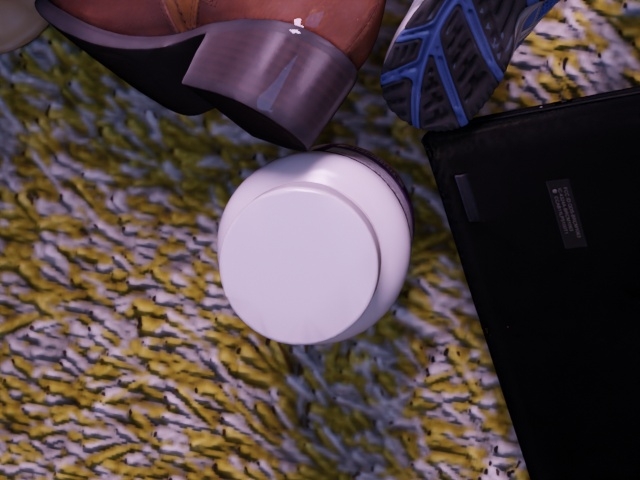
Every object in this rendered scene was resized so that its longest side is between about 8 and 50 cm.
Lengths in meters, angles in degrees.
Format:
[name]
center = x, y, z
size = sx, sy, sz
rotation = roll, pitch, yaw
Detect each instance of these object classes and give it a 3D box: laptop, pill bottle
[laptop]
center = 0.337, 0.041, 0.597
size = 0.408, 0.236, 0.382
rotation = -7, 111, 36
[pill bottle]
center = 0.000, 0.000, 0.580
size = 0.108, 0.193, 0.108
rotation = 1, 98, 7

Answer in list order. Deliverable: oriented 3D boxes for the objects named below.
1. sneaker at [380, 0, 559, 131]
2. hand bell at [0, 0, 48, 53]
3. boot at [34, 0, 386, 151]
[sneaker]
center = 0.102, -0.157, 0.529
size = 0.080, 0.081, 0.211
rotation = 35, 125, -8
[hand bell]
center = -0.244, -0.173, 0.559
size = 0.126, 0.242, 0.126
rotation = 1, 98, 6
[boot]
center = -0.030, -0.211, 0.590
size = 0.096, 0.264, 0.280
rotation = 35, 82, -41
